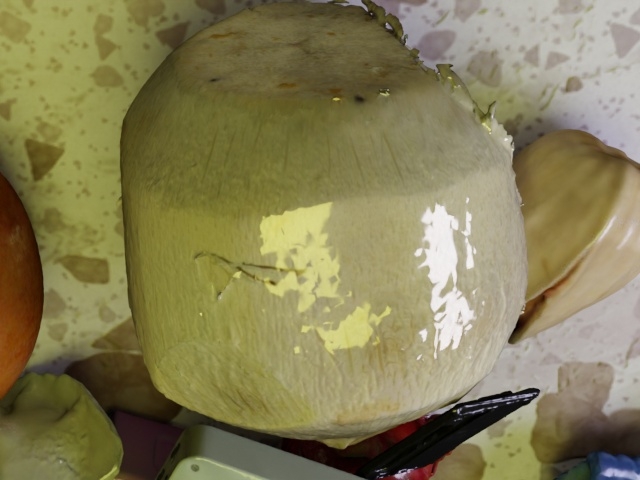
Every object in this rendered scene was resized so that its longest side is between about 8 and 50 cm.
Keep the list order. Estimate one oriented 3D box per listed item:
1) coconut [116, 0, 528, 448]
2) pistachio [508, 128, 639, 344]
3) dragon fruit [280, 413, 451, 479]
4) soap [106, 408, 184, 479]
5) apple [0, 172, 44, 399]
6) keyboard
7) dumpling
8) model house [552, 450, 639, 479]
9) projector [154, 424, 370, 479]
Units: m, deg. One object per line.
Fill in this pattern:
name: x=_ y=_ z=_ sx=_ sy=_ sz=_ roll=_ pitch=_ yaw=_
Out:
coconut: x=0.000 y=0.000 z=1.443 sx=0.346 sy=0.346 sz=0.360 roll=-4 pitch=117 yaw=-3
pistachio: x=0.210 y=0.003 z=1.569 sx=0.157 sy=0.157 sz=0.229 roll=28 pitch=126 yaw=-17
dragon fruit: x=0.049 y=0.208 z=1.671 sx=0.165 sy=0.133 sz=0.136 roll=-7 pitch=155 yaw=-14
soap: x=-0.116 y=0.240 z=1.680 sx=0.203 sy=0.122 sz=0.065 roll=17 pitch=114 yaw=-14
apple: x=-0.382 y=0.047 z=1.480 sx=0.299 sy=0.275 sz=0.299 roll=-4 pitch=116 yaw=-9
keyboard: x=0.103 y=0.168 z=1.500 sx=0.087 sy=0.017 sz=0.250 roll=-12 pitch=164 yaw=-23
dumpling: x=-0.281 y=0.200 z=1.624 sx=0.126 sy=0.166 sz=0.216 roll=12 pitch=142 yaw=-37
model house: x=0.332 y=0.328 z=1.663 sx=0.251 sy=0.295 sz=0.329 roll=14 pitch=118 yaw=-16
projector: x=-0.052 y=0.306 z=1.599 sx=0.259 sy=0.079 sz=0.257 roll=21 pitch=126 yaw=-13
